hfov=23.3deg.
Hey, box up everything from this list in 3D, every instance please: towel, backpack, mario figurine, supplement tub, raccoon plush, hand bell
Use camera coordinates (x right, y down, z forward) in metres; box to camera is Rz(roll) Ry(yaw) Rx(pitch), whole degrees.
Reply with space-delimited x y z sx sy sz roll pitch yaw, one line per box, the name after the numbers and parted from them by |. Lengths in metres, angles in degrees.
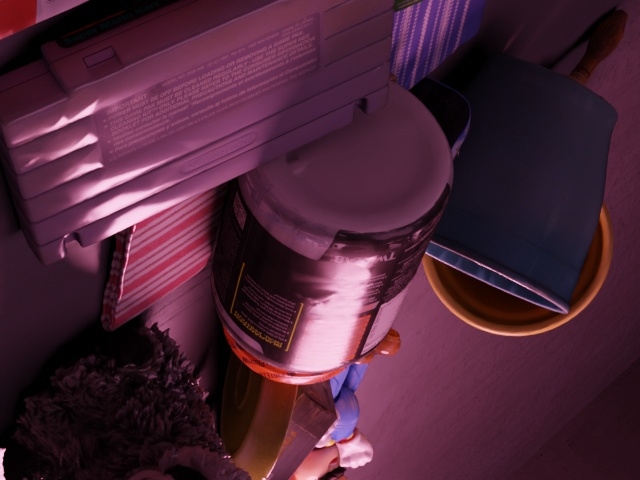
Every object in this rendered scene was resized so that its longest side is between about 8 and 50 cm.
0.066 -0.214 1.652 0.336 0.040 0.243 -39 159 -23 | towel
0.117 -0.125 1.799 0.114 0.105 0.084 -56 167 -6 | backpack
0.027 0.273 2.186 0.198 0.170 0.320 11 114 -28 | mario figurine
0.000 0.000 1.581 0.207 0.207 0.338 -38 162 -30 | supplement tub
-0.124 0.258 1.659 0.216 0.299 0.446 -50 160 15 | raccoon plush
-0.156 -0.003 1.563 0.144 0.029 0.197 -34 157 -35 | towel
0.366 -0.235 2.153 0.242 0.126 0.126 -54 162 -25 | hand bell

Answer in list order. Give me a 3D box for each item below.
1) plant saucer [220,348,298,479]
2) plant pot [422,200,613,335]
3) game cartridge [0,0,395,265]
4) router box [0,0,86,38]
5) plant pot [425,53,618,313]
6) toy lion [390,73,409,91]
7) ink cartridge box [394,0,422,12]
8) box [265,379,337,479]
-0.075 0.167 1.824 0.241 0.037 0.240 -167 -90 -74 | plant saucer
0.273 -0.003 2.164 0.254 0.254 0.239 -53 175 7 | plant pot
-0.101 -0.126 1.309 0.355 0.068 0.230 -26 148 -15 | game cartridge
-0.116 -0.327 1.009 0.301 0.082 0.335 -33 154 -37 | router box
0.237 -0.080 1.926 0.255 0.272 0.272 -64 159 -3 | plant pot
0.061 -0.131 1.708 0.096 0.034 0.100 -40 162 3 | toy lion
0.057 -0.303 1.393 0.153 0.087 0.208 -28 151 -44 | ink cartridge box
-0.060 0.243 1.983 0.183 0.056 0.231 -53 -170 9 | box
